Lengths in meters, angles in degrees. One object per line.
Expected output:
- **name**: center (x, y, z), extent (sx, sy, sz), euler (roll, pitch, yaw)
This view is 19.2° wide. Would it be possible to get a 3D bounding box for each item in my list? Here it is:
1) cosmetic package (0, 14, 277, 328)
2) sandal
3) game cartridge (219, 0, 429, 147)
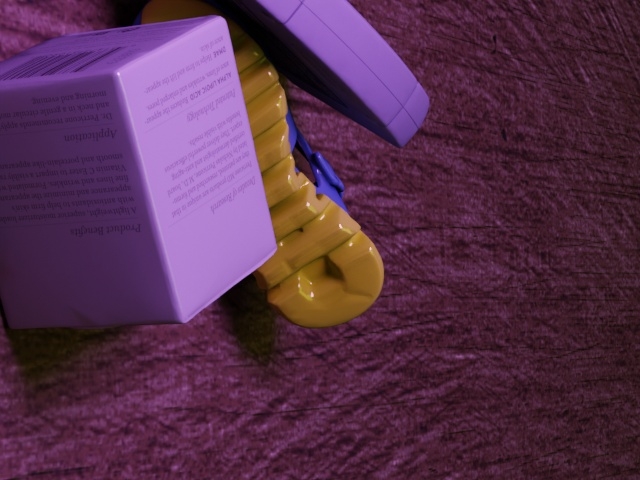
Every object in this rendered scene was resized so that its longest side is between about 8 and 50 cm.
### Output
- **cosmetic package**: center (-0.144, -0.048, 1.345), extent (0.151, 0.151, 0.184), euler (-39, 122, -56)
- **sandal**: center (-0.062, -0.074, 1.557), extent (0.138, 0.126, 0.317), euler (-105, 169, -60)
- **game cartridge**: center (-0.031, -0.183, 1.525), extent (0.062, 0.198, 0.297), euler (-57, 143, -5)
